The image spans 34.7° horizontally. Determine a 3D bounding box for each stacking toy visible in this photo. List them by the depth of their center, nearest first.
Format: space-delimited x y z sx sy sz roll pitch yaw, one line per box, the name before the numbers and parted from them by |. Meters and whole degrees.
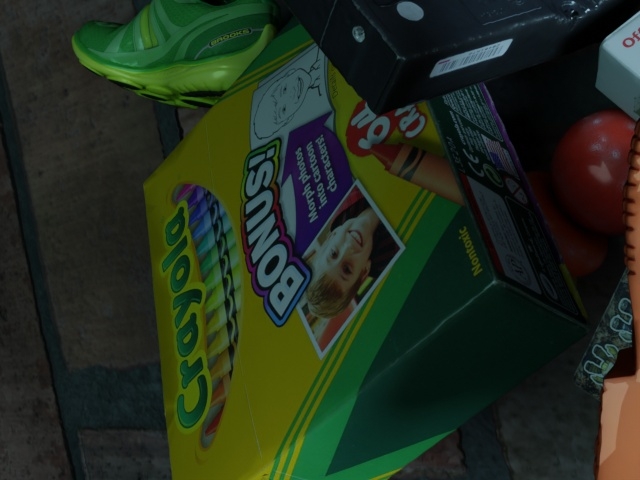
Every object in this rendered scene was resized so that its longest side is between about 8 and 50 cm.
stacking toy | 0.140 0.027 0.789 0.330 0.141 0.141 -44 67 32

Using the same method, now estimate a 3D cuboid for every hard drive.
hard drive | 0.043 -0.253 0.739 0.339 0.237 0.064 55 147 20

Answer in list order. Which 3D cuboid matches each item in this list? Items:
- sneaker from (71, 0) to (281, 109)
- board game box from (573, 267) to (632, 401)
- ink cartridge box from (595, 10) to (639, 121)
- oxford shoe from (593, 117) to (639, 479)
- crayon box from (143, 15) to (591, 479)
sneaker | -0.138 -0.201 1.030 0.296 0.109 0.123 13 85 42
board game box | 0.329 0.072 0.531 0.291 0.232 0.141 35 119 33
ink cartridge box | 0.254 -0.104 0.665 0.122 0.088 0.052 49 170 25
oxford shoe | 0.183 0.010 0.451 0.098 0.097 0.271 7 106 22
crayon box | 0.000 0.000 0.785 0.313 0.106 0.362 -42 41 28
